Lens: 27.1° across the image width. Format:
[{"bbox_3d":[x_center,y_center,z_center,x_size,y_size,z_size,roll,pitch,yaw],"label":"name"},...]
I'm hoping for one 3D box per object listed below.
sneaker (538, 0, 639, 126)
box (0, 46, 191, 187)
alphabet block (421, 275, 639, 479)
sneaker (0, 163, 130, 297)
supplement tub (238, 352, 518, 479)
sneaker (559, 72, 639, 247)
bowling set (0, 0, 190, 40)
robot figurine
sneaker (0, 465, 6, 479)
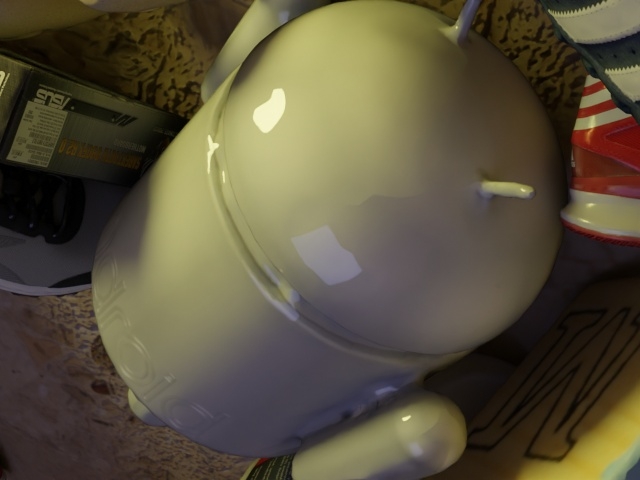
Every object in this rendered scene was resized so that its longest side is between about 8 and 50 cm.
[{"bbox_3d":[0.143,-0.101,0.566,0.350,0.131,0.148,33,148,28],"label":"sneaker"},{"bbox_3d":[-0.205,-0.092,0.821,0.183,0.231,0.056,22,93,16],"label":"box"},{"bbox_3d":[0.199,0.144,0.717,0.192,0.193,0.197,47,165,-9],"label":"alphabet block"},{"bbox_3d":[-0.235,-0.029,0.903,0.272,0.100,0.108,13,160,-22],"label":"sneaker"},{"bbox_3d":[0.048,0.207,0.931,0.191,0.191,0.272,44,139,-8],"label":"supplement tub"},{"bbox_3d":[0.231,-0.055,0.636,0.221,0.087,0.128,3,98,-4],"label":"sneaker"},{"bbox_3d":[-0.074,-0.212,0.680,0.287,0.154,0.199,6,109,42],"label":"bowling set"},{"bbox_3d":[0.000,0.000,0.755,0.353,0.200,0.300,-41,62,48],"label":"robot figurine"},{"bbox_3d":[-0.381,0.214,1.357,0.118,0.042,0.067,12,138,16],"label":"sneaker"}]
